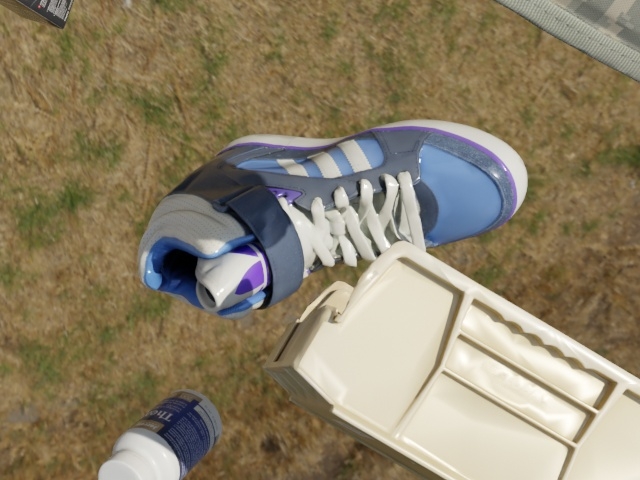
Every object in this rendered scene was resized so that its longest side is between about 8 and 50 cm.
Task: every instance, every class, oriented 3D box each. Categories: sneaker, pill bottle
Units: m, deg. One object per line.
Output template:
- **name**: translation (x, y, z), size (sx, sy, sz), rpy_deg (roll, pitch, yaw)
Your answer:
- **sneaker**: translation (0.000, 0.000, 0.778), size (0.322, 0.236, 0.130), rpy_deg (4, 125, 23)
- **pill bottle**: translation (-0.145, 0.189, 0.811), size (0.120, 0.067, 0.067), rpy_deg (-38, 147, -60)

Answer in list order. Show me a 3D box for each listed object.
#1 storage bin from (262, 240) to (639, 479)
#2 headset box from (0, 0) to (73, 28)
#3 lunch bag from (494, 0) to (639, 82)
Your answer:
- **storage bin**: translation (0.099, 0.123, 0.698), size (0.260, 0.262, 0.123), rpy_deg (31, 79, -3)
- **headset box**: translation (-0.538, -0.532, 1.569), size (0.218, 0.110, 0.293), rpy_deg (-71, 160, -1)
- **lunch bag**: translation (0.140, -0.215, 0.406), size (0.287, 0.169, 0.235), rpy_deg (29, 113, -4)
